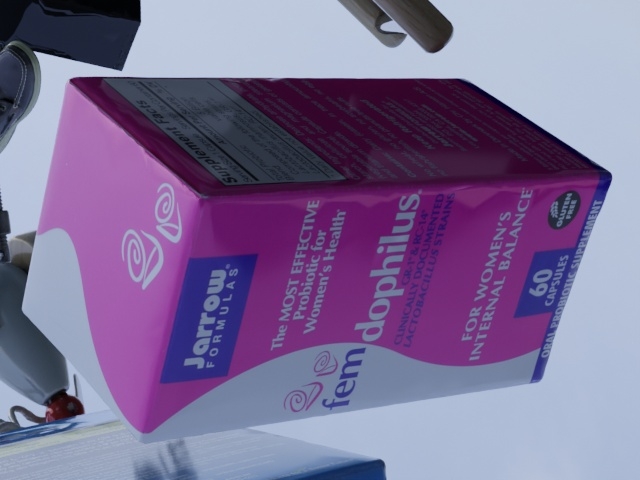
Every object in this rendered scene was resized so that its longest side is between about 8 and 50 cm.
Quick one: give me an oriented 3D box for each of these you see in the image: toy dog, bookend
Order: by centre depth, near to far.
[{"bbox_3d":[-0.269,-0.267,1.633,0.157,0.072,0.156,11,-134,-20],"label":"bookend"},{"bbox_3d":[-0.351,0.159,1.816,0.220,0.161,0.333,3,-110,-41],"label":"toy dog"}]

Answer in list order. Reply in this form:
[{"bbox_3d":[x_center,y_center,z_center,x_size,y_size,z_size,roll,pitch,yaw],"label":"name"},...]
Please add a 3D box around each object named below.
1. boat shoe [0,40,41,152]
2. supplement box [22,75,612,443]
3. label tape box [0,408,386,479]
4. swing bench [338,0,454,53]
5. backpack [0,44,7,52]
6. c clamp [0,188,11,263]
[{"bbox_3d":[-0.314,-0.127,1.532,0.056,0.152,0.049,39,-139,9],"label":"boat shoe"},{"bbox_3d":[0.000,0.000,0.681,0.220,0.111,0.114,-4,-150,-36],"label":"supplement box"},{"bbox_3d":[-0.152,0.207,1.132,0.249,0.115,0.348,-9,-174,-37],"label":"label tape box"},{"bbox_3d":[-0.026,-0.226,0.829,0.255,0.165,0.253,26,-175,-5],"label":"swing bench"},{"bbox_3d":[-0.496,-0.233,1.772,0.253,0.225,0.191,14,-143,29],"label":"backpack"},{"bbox_3d":[-0.227,-0.059,1.088,0.022,0.137,0.160,-8,-94,-12],"label":"c clamp"}]
